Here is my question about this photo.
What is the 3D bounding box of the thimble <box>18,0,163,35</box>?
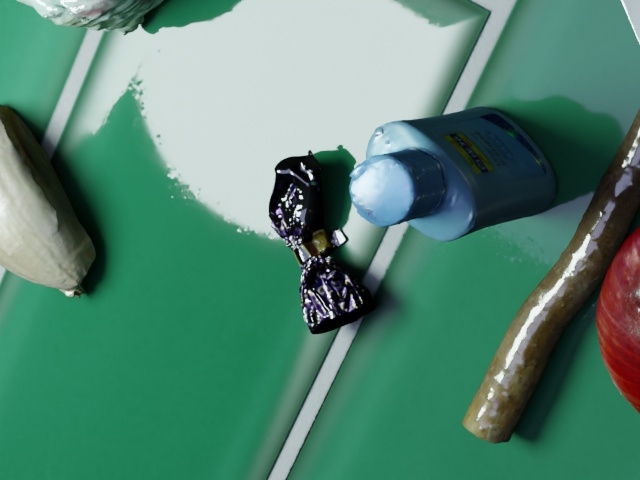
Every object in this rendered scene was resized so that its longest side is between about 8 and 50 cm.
[{"bbox_3d":[-0.202,-0.277,1.621,0.185,0.149,0.211,-12,92,24],"label":"thimble"}]

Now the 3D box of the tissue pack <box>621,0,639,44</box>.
[{"bbox_3d":[0.290,-0.235,1.398,0.159,0.136,0.246,-24,86,26],"label":"tissue pack"}]

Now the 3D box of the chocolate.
[{"bbox_3d":[-0.002,0.002,1.618,0.072,0.070,0.147,-23,76,36],"label":"chocolate"}]

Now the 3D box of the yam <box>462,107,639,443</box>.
[{"bbox_3d":[0.204,0.017,1.524,0.045,0.045,0.327,46,116,47],"label":"yam"}]

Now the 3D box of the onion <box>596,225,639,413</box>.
[{"bbox_3d":[0.324,0.057,1.386,0.248,0.161,0.248,3,107,11],"label":"onion"}]

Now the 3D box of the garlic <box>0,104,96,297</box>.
[{"bbox_3d":[-0.272,-0.036,1.709,0.087,0.101,0.195,-38,80,23],"label":"garlic"}]

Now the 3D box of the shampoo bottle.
[{"bbox_3d":[0.097,-0.049,1.445,0.104,0.258,0.061,49,114,12],"label":"shampoo bottle"}]
